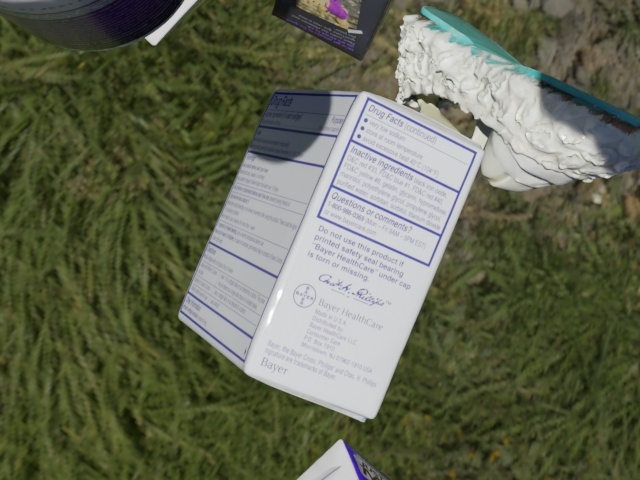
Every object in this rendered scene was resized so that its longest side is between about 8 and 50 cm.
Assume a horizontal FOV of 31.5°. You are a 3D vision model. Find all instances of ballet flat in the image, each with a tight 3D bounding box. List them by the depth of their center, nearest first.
[{"bbox_3d":[0.193,-0.125,1.156,0.147,0.409,0.147,-10,118,-19],"label":"ballet flat"}]

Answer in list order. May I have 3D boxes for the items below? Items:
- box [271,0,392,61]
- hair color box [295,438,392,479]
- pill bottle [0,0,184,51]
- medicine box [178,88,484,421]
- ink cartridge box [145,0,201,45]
[{"bbox_3d":[0.050,-0.372,1.409,0.143,0.165,0.270,27,162,-2],"label":"box"},{"bbox_3d":[0.024,0.341,0.934,0.185,0.339,0.110,-44,118,9],"label":"hair color box"},{"bbox_3d":[-0.108,-0.141,0.494,0.108,0.193,0.108,0,91,0],"label":"pill bottle"},{"bbox_3d":[0.000,0.000,1.169,0.149,0.289,0.263,24,179,-22],"label":"medicine box"},{"bbox_3d":[-0.235,-0.414,1.521,0.232,0.168,0.171,44,111,-12],"label":"ink cartridge box"}]
